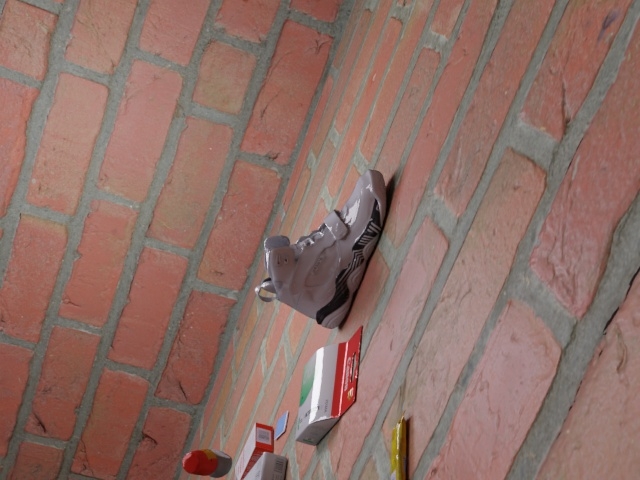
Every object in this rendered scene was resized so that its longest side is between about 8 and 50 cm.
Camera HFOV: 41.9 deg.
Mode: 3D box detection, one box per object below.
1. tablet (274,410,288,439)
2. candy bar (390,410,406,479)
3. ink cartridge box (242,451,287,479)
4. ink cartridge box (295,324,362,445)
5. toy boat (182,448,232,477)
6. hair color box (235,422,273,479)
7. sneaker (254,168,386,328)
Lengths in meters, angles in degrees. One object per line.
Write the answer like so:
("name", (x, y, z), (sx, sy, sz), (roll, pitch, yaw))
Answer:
("tablet", (-0.097, 0.460, 2.078), (0.083, 0.006, 0.054), (126, 159, -54))
("candy bar", (0.118, 0.334, 1.258), (0.040, 0.018, 0.161), (115, 166, -45))
("ink cartridge box", (-0.168, 0.647, 1.994), (0.332, 0.065, 0.165), (123, 160, -48))
("ink cartridge box", (0.014, 0.293, 1.712), (0.224, 0.056, 0.181), (119, 164, -49))
("toy boat", (-0.197, 0.590, 1.779), (0.318, 0.268, 0.148), (66, -166, 22))
("hair color box", (-0.172, 0.565, 2.157), (0.093, 0.053, 0.167), (-97, 28, -60))
("sneaker", (0.000, 0.000, 1.811), (0.137, 0.210, 0.365), (-121, 50, -74))
